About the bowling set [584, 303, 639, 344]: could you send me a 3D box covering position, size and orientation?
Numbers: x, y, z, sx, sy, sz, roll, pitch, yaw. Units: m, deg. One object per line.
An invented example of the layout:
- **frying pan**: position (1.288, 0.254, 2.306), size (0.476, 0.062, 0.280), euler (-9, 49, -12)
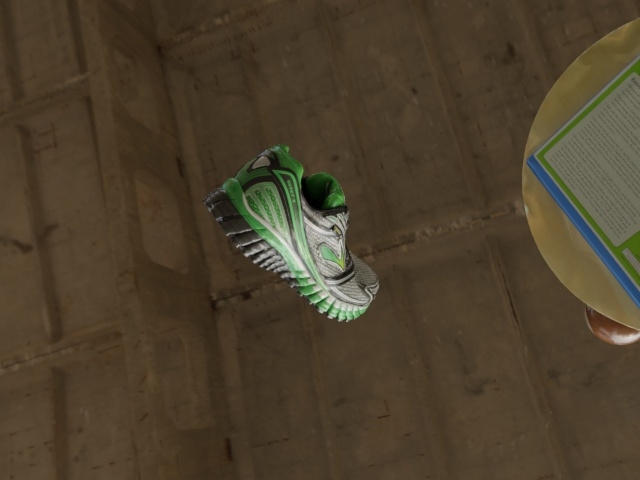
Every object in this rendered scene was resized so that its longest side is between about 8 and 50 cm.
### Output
- **bowling set**: position (0.280, -0.021, 0.589), size (0.199, 0.287, 0.154), euler (-34, -143, -3)

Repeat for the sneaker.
- **sneaker**: position (0.000, 0.000, 0.932), size (0.146, 0.343, 0.134), euler (-42, -131, 5)

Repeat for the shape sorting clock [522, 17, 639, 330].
- **shape sorting clock**: position (0.226, -0.042, 0.422), size (0.206, 0.040, 0.206), euler (5, -82, 45)
